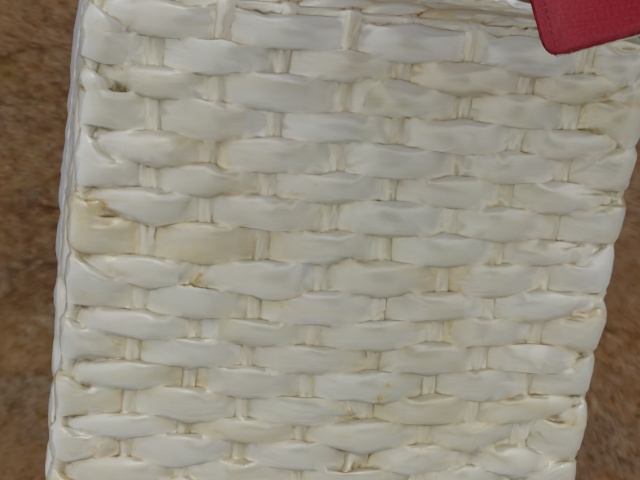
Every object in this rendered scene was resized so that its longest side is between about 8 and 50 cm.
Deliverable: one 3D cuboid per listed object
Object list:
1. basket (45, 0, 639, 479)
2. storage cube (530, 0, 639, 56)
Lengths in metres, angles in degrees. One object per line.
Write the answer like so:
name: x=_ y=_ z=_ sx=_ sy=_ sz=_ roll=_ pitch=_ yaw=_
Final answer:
basket: x=0.000 y=0.000 z=0.793 sx=0.331 sy=0.266 sz=0.328 roll=5 pitch=103 yaw=-11
storage cube: x=0.152 y=-0.205 z=0.487 sx=0.215 sy=0.183 sz=0.193 roll=-13 pitch=112 yaw=9
